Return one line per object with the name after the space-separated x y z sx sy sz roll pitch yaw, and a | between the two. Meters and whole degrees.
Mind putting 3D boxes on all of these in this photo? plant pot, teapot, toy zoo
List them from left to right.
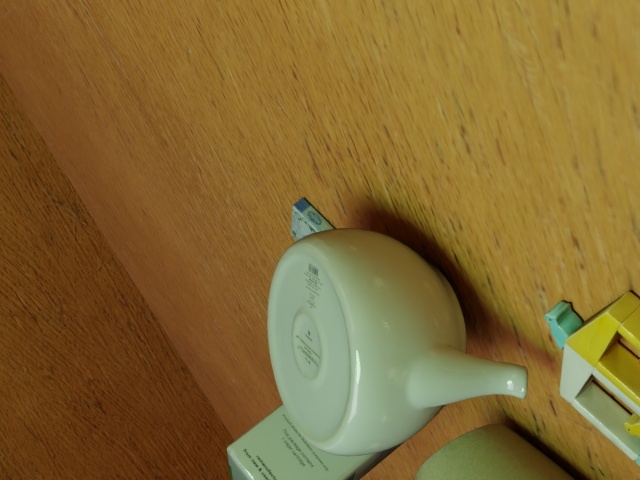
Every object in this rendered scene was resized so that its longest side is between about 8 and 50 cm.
0.066 0.100 1.044 0.252 0.187 0.256 -55 47 52 | teapot
0.228 0.351 1.093 0.274 0.257 0.256 59 169 33 | plant pot
0.301 0.156 0.812 0.293 0.030 0.192 43 161 20 | toy zoo

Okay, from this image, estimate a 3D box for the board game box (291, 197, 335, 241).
0.000 0.000 1.244 0.090 0.020 0.090 46 161 16 | board game box

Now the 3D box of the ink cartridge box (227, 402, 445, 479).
0.028 0.231 1.218 0.117 0.278 0.201 49 162 15 | ink cartridge box
